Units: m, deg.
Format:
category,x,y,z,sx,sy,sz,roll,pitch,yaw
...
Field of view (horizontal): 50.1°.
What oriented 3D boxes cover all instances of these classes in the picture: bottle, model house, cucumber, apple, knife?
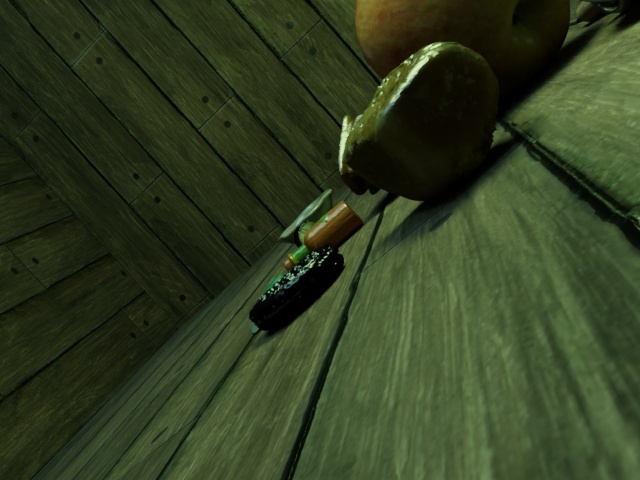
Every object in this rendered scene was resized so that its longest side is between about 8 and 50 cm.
category,x,y,z,sx,sy,sz,roll,pitch,yaw
bottle,0.000,0.000,1.429,0.187,0.069,0.069,-42,5,3
model house,0.169,-0.203,1.454,0.229,0.199,0.219,-13,61,29
cucumber,-0.037,-0.010,1.816,0.074,0.074,0.241,-42,3,-5
apple,0.281,-0.443,1.335,0.391,0.391,0.347,-43,31,-19
knife,-0.110,0.133,1.357,0.063,0.034,0.260,-44,7,19

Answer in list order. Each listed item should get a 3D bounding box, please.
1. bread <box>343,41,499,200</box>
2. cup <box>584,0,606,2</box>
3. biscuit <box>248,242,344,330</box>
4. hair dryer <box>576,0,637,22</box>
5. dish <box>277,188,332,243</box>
category,x,y,z,sx,sy,sz,roll,pitch,yaw
bread,0.155,-0.161,1.003,0.195,0.176,0.246,-54,9,-9
cup,0.493,-0.526,1.000,0.347,0.163,0.347,-33,28,20
biscuit,-0.040,0.077,1.133,0.194,0.053,0.194,-40,5,4
hair dryer,0.545,-0.469,1.289,0.189,0.107,0.344,-44,-4,-4
dish,-0.026,-0.052,2.078,0.229,0.081,0.229,-44,7,7
